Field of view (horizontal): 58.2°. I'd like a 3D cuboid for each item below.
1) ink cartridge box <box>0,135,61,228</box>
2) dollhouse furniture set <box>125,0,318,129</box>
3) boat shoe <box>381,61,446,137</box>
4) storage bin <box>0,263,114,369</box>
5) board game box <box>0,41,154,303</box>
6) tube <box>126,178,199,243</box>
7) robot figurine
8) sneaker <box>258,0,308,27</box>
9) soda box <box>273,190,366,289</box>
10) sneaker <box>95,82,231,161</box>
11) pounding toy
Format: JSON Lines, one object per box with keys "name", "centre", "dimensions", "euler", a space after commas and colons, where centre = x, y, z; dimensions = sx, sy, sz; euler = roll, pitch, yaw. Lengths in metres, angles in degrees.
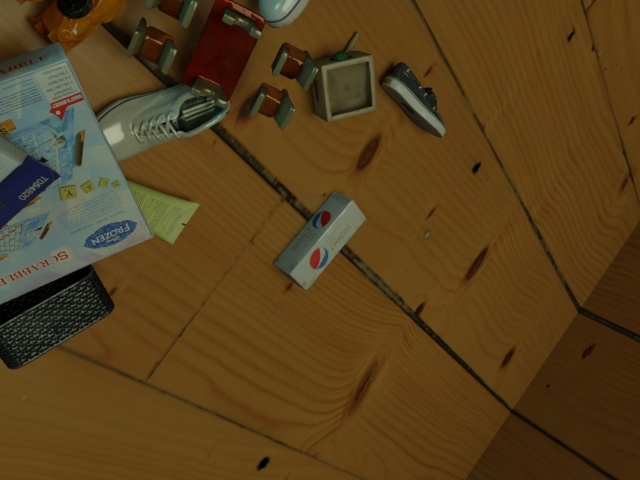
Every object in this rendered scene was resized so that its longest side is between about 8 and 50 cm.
{"name": "ink cartridge box", "centre": [-0.472, -0.059, 0.680], "dimensions": [0.223, 0.045, 0.224], "euler": [-38, 138, 11]}
{"name": "dollhouse furniture set", "centre": [-0.127, -0.339, 0.884], "dimensions": [0.261, 0.135, 0.259], "euler": [21, 117, -25]}
{"name": "boat shoe", "centre": [0.227, -0.320, 1.309], "dimensions": [0.228, 0.080, 0.076], "euler": [33, 90, -37]}
{"name": "storage bin", "centre": [-0.441, 0.104, 0.919], "dimensions": [0.180, 0.122, 0.085], "euler": [-34, 129, -23]}
{"name": "board game box", "centre": [-0.440, -0.067, 0.800], "dimensions": [0.318, 0.066, 0.318], "euler": [-25, 136, -15]}
{"name": "tube", "centre": [-0.324, -0.065, 0.985], "dimensions": [0.240, 0.070, 0.062], "euler": [25, 56, -47]}
{"name": "robot figurine", "centre": [-0.297, -0.407, 0.784], "dimensions": [0.291, 0.085, 0.211], "euler": [-50, 166, -11]}
{"name": "sneaker", "centre": [-0.073, -0.505, 0.929], "dimensions": [0.161, 0.102, 0.283], "euler": [12, 92, -59]}
{"name": "soda box", "centre": [0.000, 0.000, 1.275], "dimensions": [0.216, 0.069, 0.074], "euler": [-50, 133, -9]}
{"name": "sneaker", "centre": [-0.265, -0.197, 0.939], "dimensions": [0.258, 0.091, 0.094], "euler": [-35, 129, -22]}
{"name": "pounding toy", "centre": [0.046, -0.329, 1.149], "dimensions": [0.130, 0.100, 0.141], "euler": [-17, 119, -16]}
